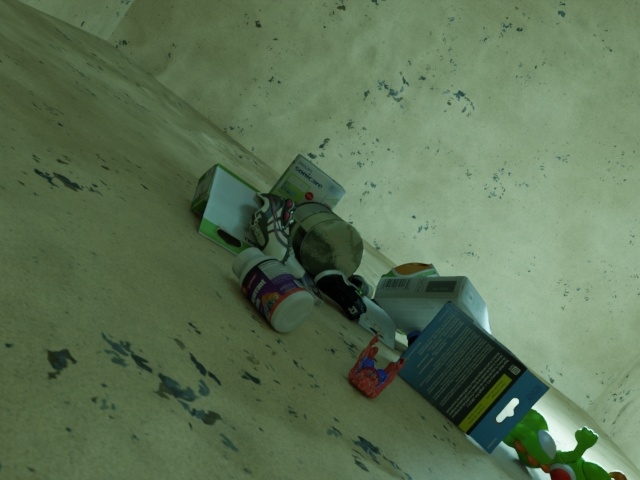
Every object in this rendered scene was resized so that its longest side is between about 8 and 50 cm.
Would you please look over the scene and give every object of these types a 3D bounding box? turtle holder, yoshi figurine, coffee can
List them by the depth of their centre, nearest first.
[{"bbox_3d":[0.686,0.610,1.722,0.362,0.203,0.203,36,-8,1],"label":"yoshi figurine"},{"bbox_3d":[0.000,0.000,1.908,0.202,0.201,0.275,35,3,-22],"label":"coffee can"},{"bbox_3d":[0.366,0.227,2.171,0.320,0.227,0.243,59,7,18],"label":"turtle holder"}]

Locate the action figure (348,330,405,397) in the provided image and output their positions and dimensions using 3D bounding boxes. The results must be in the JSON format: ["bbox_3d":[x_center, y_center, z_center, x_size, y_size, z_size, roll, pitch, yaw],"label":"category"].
[{"bbox_3d":[0.140,0.275,1.366,0.091,0.139,0.280,39,11,11],"label":"action figure"}]

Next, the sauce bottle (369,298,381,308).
[{"bbox_3d":[0.190,0.228,2.123,0.042,0.042,0.128,41,9,18],"label":"sauce bottle"}]

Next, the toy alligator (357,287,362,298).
[{"bbox_3d":[0.110,0.182,1.994,0.056,0.051,0.190,40,9,15],"label":"toy alligator"}]

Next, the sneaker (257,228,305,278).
[{"bbox_3d":[-0.119,0.014,1.714,0.232,0.115,0.090,42,9,23],"label":"sneaker"}]

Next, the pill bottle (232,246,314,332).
[{"bbox_3d":[-0.111,0.102,1.309,0.193,0.108,0.108,43,10,34],"label":"pill bottle"}]

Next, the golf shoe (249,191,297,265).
[{"bbox_3d":[-0.142,-0.012,1.609,0.120,0.105,0.272,23,47,-23],"label":"golf shoe"}]

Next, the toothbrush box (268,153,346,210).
[{"bbox_3d":[-0.078,-0.128,2.084,0.206,0.283,0.122,37,8,-12],"label":"toothbrush box"}]

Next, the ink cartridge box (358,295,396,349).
[{"bbox_3d":[0.174,0.271,1.901,0.145,0.045,0.179,38,27,-7],"label":"ink cartridge box"}]

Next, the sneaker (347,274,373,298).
[{"bbox_3d":[0.124,0.158,2.145,0.075,0.063,0.170,20,9,-28],"label":"sneaker"}]

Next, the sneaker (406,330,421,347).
[{"bbox_3d":[0.361,0.386,1.914,0.232,0.081,0.090,38,27,-25],"label":"sneaker"}]

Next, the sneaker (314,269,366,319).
[{"bbox_3d":[0.074,0.169,1.768,0.217,0.079,0.121,32,23,-51],"label":"sneaker"}]

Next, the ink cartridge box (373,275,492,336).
[{"bbox_3d":[0.394,0.255,1.885,0.308,0.091,0.385,-5,-41,42],"label":"ink cartridge box"}]

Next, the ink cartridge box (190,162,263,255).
[{"bbox_3d":[-0.261,-0.058,1.643,0.189,0.097,0.255,34,44,-29],"label":"ink cartridge box"}]

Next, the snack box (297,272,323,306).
[{"bbox_3d":[-0.035,0.135,1.742,0.064,0.022,0.178,36,8,-19],"label":"snack box"}]

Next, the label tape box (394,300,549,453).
[{"bbox_3d":[0.401,0.363,1.612,0.334,0.240,0.106,41,7,14],"label":"label tape box"}]
